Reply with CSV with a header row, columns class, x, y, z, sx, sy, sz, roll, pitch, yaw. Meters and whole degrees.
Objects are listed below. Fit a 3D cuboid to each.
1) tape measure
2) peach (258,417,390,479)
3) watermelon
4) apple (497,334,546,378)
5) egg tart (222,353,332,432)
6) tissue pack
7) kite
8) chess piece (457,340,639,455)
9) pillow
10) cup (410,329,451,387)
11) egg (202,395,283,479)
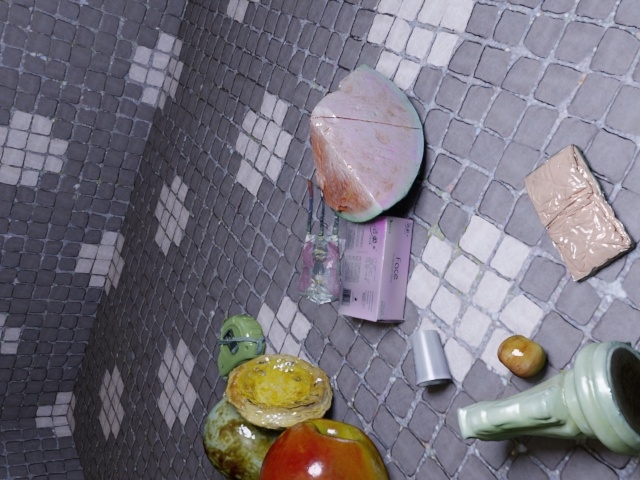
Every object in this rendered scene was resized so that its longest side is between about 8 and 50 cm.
class,x,y,z,sx,sy,sz,roll,pitch,yaw
tape measure,-0.253,0.322,1.818,0.200,0.106,0.175,-42,56,37
peach,0.009,0.574,1.296,0.308,0.308,0.332,11,102,52
watermelon,0.101,-0.205,1.405,0.319,0.292,0.222,45,148,10
apple,0.371,0.213,1.071,0.071,0.084,0.084,-50,42,-3
egg tart,-0.112,0.408,1.510,0.291,0.291,0.106,35,131,49
tissue pack,0.132,0.066,1.387,0.149,0.093,0.246,5,87,53
kite,0.003,0.000,1.623,0.204,0.022,0.360,2,89,52
chess piece,0.383,0.281,0.963,0.298,0.176,0.175,-31,60,43
pillow,0.454,-0.053,1.045,0.126,0.043,0.232,-45,53,44
cup,0.230,0.261,1.256,0.104,0.074,0.116,108,156,-61
egg,-0.186,0.547,1.592,0.290,0.238,0.238,33,111,25
